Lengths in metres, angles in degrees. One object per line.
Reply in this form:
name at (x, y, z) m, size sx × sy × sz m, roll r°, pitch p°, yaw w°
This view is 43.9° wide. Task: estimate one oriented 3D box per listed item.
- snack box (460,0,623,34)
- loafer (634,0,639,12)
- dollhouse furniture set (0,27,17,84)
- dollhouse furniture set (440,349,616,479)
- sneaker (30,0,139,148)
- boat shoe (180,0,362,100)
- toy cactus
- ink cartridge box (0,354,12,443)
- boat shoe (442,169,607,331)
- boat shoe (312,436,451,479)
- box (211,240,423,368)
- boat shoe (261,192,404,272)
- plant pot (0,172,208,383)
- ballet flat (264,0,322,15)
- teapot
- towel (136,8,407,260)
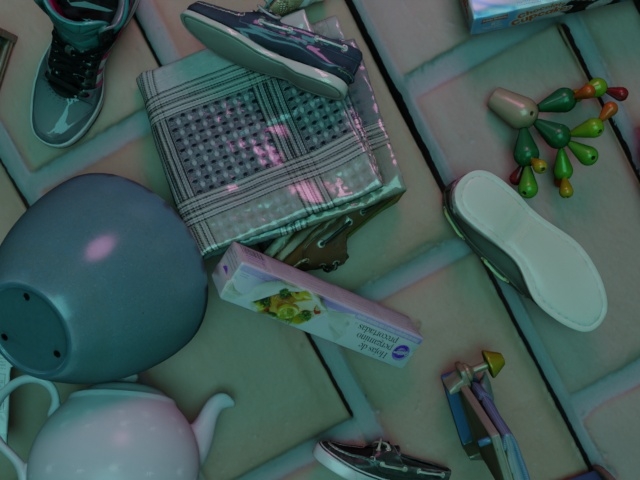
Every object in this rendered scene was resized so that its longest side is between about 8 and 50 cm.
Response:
snack box at (0.353, -0.426, 1.149) m, size 0.322 × 0.060 × 0.187 m, roll -13°, pitch 79°, yaw 2°
loafer at (0.538, -0.336, 1.186) m, size 0.080 × 0.078 × 0.220 m, roll -25°, pitch 95°, yaw -1°
dollhouse furniture set at (-0.552, -0.266, 1.110) m, size 0.184 × 0.129 × 0.129 m, roll 19°, pitch 93°, yaw -4°
dollhouse furniture set at (0.330, 0.322, 1.122) m, size 0.198 × 0.286 × 0.303 m, roll -20°, pitch 107°, yaw -1°
sneaker at (-0.337, -0.269, 1.096) m, size 0.124 × 0.178 × 0.295 m, roll 21°, pitch 93°, yaw -4°
boat shoe at (-0.067, -0.276, 1.091) m, size 0.255 × 0.095 × 0.079 m, roll 23°, pitch 81°, yaw 9°
toy cactus at (0.338, -0.171, 1.192) m, size 0.181 × 0.112 × 0.219 m, roll 35°, pitch 95°, yaw 14°
ink cartridge box at (-0.594, 0.169, 1.173) m, size 0.297 × 0.066 × 0.261 m, roll 3°, pitch 94°, yaw -3°
boat shoe at (0.305, 0.017, 1.197) m, size 0.305 × 0.091 × 0.109 m, roll 45°, pitch 79°, yaw -6°
boat shoe at (0.095, 0.340, 1.221) m, size 0.219 × 0.078 × 0.070 m, roll 22°, pitch 94°, yaw -12°
box at (0.001, 0.096, 1.131) m, size 0.324 × 0.067 × 0.063 m, roll 24°, pitch 109°, yaw -29°
boat shoe at (0.000, 0.000, 1.168) m, size 0.104 × 0.111 × 0.307 m, roll 43°, pitch 91°, yaw -4°
plant pot at (-0.323, 0.076, 1.055) m, size 0.290 × 0.195 × 0.290 m, roll 8°, pitch 114°, yaw 19°
ballet flat at (0.002, -0.394, 1.160) m, size 0.067 × 0.073 × 0.206 m, roll 38°, pitch 94°, yaw -13°
teapot at (-0.293, 0.279, 1.132) m, size 0.253 × 0.256 × 0.187 m, roll -11°, pitch 65°, yaw 24°
towel at (-0.072, -0.160, 1.130) m, size 0.324 × 0.056 × 0.312 m, roll -19°, pitch 72°, yaw -2°
